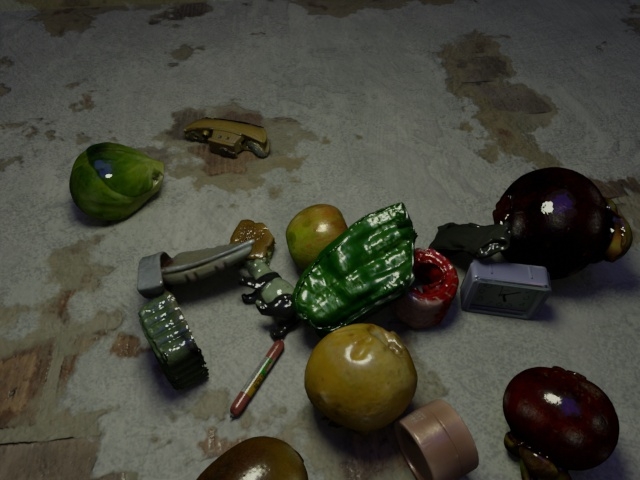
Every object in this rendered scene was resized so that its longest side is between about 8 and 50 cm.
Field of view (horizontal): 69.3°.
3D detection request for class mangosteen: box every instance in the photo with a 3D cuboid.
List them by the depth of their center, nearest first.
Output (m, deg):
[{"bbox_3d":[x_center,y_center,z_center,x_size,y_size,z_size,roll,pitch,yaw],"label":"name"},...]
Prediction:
[{"bbox_3d":[0.474,0.389,0.944,0.215,0.215,0.258,19,82,15],"label":"mangosteen"},{"bbox_3d":[0.646,-0.043,1.245,0.346,0.307,0.307,9,49,-3],"label":"mangosteen"}]

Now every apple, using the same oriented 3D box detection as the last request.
[{"bbox_3d":[0.000,0.000,1.267,0.196,0.196,0.196,0,49,0],"label":"apple"}]

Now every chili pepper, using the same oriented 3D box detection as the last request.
[{"bbox_3d":[0.102,0.082,1.139,0.385,0.167,0.213,-43,82,0],"label":"chili pepper"}]

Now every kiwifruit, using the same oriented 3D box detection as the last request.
[{"bbox_3d":[-0.129,0.474,0.853,0.234,0.196,0.196,-32,56,-23],"label":"kiwifruit"}]

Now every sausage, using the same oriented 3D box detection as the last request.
[{"bbox_3d":[-0.147,0.320,1.092,0.029,0.029,0.223,23,53,18],"label":"sausage"}]

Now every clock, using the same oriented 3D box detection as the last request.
[{"bbox_3d":[0.472,0.126,1.192,0.193,0.145,0.073,7,50,6],"label":"clock"}]

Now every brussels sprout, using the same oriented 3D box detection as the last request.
[{"bbox_3d":[-0.622,-0.189,1.423,0.271,0.210,0.219,-13,53,-33],"label":"brussels sprout"}]

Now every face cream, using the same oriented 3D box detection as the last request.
[{"bbox_3d":[0.231,0.413,0.937,0.104,0.149,0.149,-21,52,-16],"label":"face cream"}]

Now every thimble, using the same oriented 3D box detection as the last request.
[{"bbox_3d":[0.267,0.126,1.205,0.163,0.125,0.190,16,50,9],"label":"thimble"}]

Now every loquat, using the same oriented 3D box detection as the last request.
[{"bbox_3d":[0.080,0.298,0.990,0.243,0.244,0.244,0,49,0],"label":"loquat"}]

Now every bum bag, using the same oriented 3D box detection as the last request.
[{"bbox_3d":[0.401,0.002,1.256,0.142,0.326,0.080,-38,101,-10],"label":"bum bag"}]

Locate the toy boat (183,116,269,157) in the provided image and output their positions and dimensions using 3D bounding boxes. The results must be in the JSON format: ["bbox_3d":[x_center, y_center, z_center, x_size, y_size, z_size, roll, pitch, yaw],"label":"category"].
[{"bbox_3d":[-0.336,-0.360,1.644,0.321,0.089,0.121,13,62,10],"label":"toy boat"}]

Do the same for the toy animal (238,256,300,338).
[{"bbox_3d":[-0.133,0.136,1.210,0.121,0.094,0.225,-29,55,-25],"label":"toy animal"}]

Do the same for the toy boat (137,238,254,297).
[{"bbox_3d":[-0.345,0.067,1.219,0.293,0.111,0.276,-18,11,-26],"label":"toy boat"}]

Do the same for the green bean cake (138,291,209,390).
[{"bbox_3d":[-0.343,0.235,1.070,0.094,0.173,0.181,-26,56,-23],"label":"green bean cake"}]

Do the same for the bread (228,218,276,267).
[{"bbox_3d":[-0.194,0.012,1.334,0.127,0.069,0.140,10,51,7],"label":"bread"}]
